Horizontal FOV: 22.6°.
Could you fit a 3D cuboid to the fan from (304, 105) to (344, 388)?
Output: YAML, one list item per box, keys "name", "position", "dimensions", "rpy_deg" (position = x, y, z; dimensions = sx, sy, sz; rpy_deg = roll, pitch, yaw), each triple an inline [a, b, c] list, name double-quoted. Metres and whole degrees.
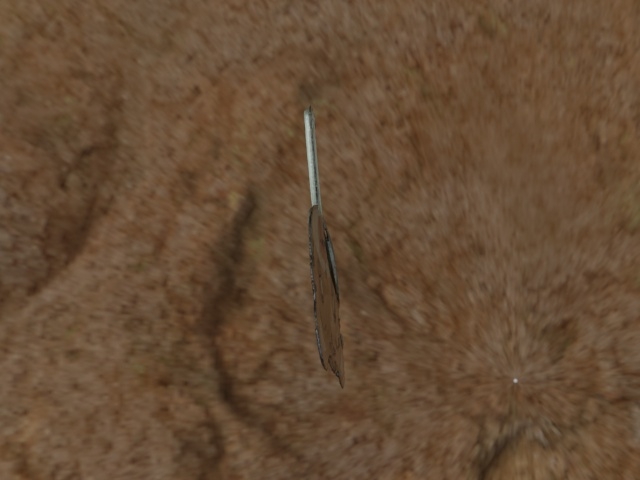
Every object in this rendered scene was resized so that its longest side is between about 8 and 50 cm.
- name: "fan"
  position: [0.000, 0.000, 1.258]
  dimensions: [0.008, 0.152, 0.226]
  rpy_deg: [-8, 74, 7]
